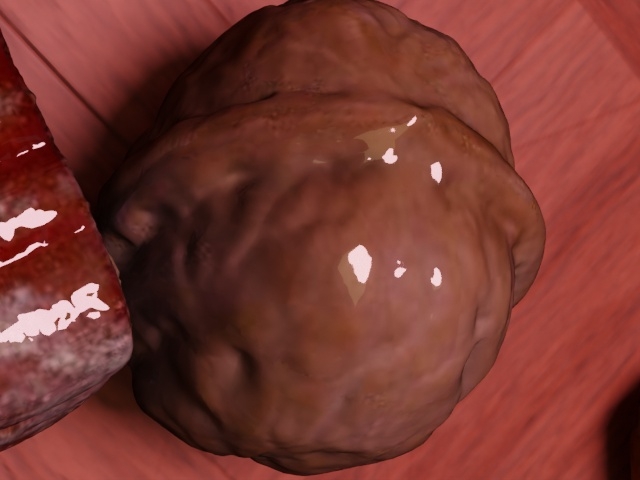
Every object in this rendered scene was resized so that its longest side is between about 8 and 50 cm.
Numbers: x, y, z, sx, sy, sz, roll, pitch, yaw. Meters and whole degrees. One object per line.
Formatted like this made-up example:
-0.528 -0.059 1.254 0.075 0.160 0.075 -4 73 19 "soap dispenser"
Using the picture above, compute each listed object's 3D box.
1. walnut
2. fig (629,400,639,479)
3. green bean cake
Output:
0.000 0.000 0.649 0.224 0.224 0.224 -2 97 -21 "walnut"
0.285 0.151 0.761 0.159 0.257 0.159 -11 114 -26 "fig"
-0.180 -0.015 0.628 0.097 0.198 0.233 -25 89 -25 "green bean cake"
